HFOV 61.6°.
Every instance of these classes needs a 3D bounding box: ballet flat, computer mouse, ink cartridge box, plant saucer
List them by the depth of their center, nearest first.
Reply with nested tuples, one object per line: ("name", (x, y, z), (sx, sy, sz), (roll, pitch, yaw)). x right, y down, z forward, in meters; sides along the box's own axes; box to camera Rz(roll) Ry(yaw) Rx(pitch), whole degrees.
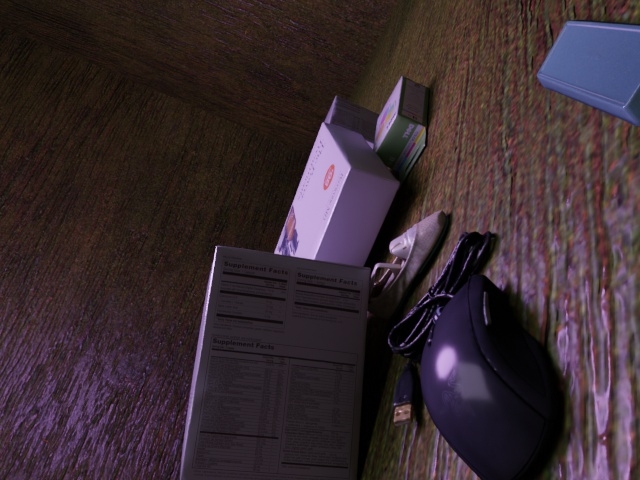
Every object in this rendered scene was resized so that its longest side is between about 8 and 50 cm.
("plant saucer", (0.222, -0.143, 0.429), (0.192, 0.018, 0.067), (-86, 19, -66))
("computer mouse", (0.096, 0.106, 0.455), (0.262, 0.060, 0.184), (-81, 15, -61))
("ballet flat", (0.100, 0.031, 0.676), (0.057, 0.053, 0.168), (-84, 17, -66))
("ink cartridge box", (0.146, -0.203, 0.992), (0.209, 0.062, 0.109), (-76, 11, -46))

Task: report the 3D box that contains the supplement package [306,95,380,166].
("supplement package", (0.059, -0.205, 1.294), (0.203, 0.149, 0.194), (-79, 12, -56))

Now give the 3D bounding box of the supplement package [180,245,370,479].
("supplement package", (-0.063, 0.168, 0.703), (0.199, 0.198, 0.262), (131, 146, -69))

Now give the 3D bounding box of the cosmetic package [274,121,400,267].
("cosmetic package", (0.000, 0.000, 1.003), (0.284, 0.098, 0.377), (-112, 40, -61))
